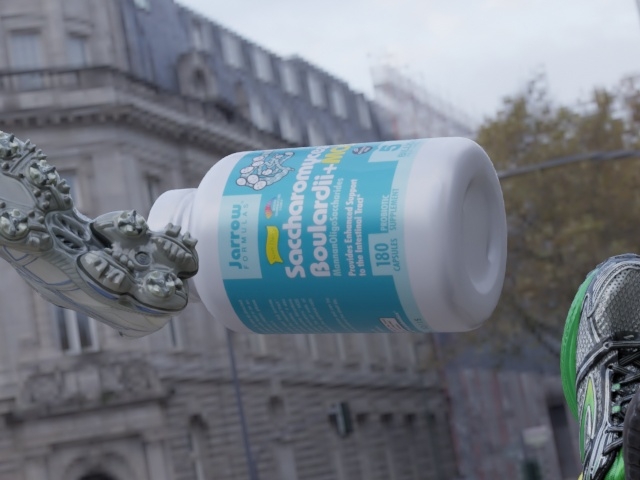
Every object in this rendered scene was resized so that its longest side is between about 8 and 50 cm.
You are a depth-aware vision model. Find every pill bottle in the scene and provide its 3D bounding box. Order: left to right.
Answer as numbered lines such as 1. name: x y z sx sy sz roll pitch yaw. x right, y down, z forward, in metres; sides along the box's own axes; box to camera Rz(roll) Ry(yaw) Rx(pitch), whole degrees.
1. pill bottle: 0.000 0.000 1.144 0.264 0.146 0.146 -3 -7 25

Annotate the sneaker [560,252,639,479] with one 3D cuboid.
1. sneaker: 0.311 0.181 1.435 0.134 0.343 0.146 0 -11 0

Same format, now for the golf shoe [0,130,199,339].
1. golf shoe: -0.156 0.002 0.807 0.176 0.069 0.086 32 -40 -4

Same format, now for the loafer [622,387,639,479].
1. loafer: 0.273 0.210 0.943 0.134 0.366 0.130 23 43 33
